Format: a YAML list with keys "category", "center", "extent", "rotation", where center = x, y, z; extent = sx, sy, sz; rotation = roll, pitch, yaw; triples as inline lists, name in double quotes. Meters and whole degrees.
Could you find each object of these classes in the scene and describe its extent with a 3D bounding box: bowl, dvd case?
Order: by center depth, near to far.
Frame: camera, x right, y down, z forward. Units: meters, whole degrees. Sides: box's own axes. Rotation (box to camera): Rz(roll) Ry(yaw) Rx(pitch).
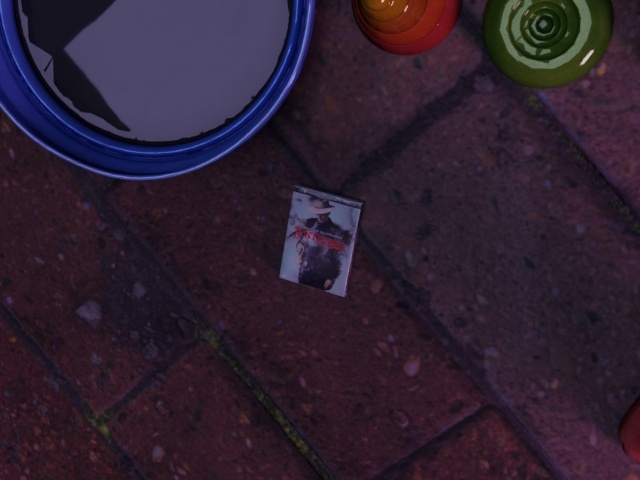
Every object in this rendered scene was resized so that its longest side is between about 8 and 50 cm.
- category: "bowl"
  center: [-0.195, -0.264, 0.909]
  extent: [0.392, 0.077, 0.390]
  rotation: [2, 102, 9]
- category: "dvd case"
  center: [0.000, 0.000, 0.983]
  extent: [0.087, 0.013, 0.119]
  rotation: [17, 110, 16]

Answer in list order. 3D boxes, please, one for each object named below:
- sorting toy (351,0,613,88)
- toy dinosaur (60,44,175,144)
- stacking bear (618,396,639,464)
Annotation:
- category: "sorting toy"
  center: [0.184, -0.209, 0.791]
  extent: [0.366, 0.126, 0.127]
  rotation: [16, 110, 17]
- category: "toy dinosaur"
  center: [-0.260, -0.188, 1.014]
  extent: [0.212, 0.064, 0.112]
  rotation: [8, 120, 22]
- category: "stacking bear"
  center: [0.376, 0.234, 0.753]
  extent: [0.175, 0.289, 0.164]
  rotation: [30, 114, 11]
